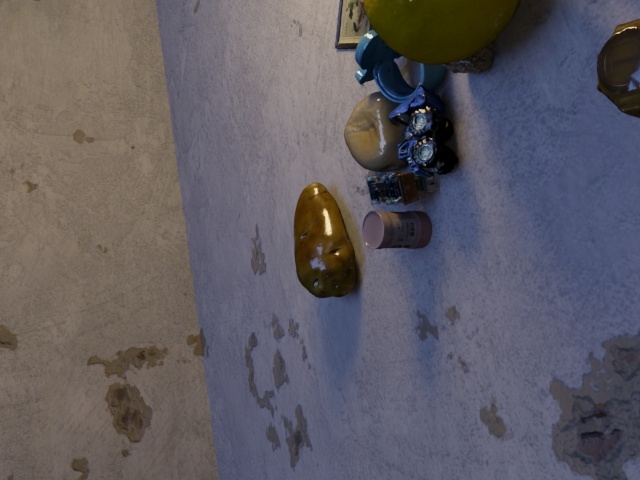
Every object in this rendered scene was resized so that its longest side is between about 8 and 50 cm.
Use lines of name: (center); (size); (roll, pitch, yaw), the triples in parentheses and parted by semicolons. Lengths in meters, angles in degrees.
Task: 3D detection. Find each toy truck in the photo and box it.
toy truck: (0.244, -0.258, 1.699); (0.126, 0.113, 0.208); (-12, 75, 34)
toy truck: (0.199, -0.139, 1.802); (0.178, 0.115, 0.080); (9, 113, 66)

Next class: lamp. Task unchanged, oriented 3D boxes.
lamp: (0.546, -0.273, 1.132); (0.161, 0.185, 0.161); (0, 90, 58)

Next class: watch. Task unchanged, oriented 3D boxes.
watch: (0.205, -0.434, 1.759); (0.193, 0.211, 0.211); (46, 133, 21)

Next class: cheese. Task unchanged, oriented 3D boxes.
cheese: (0.159, -0.294, 1.875); (0.235, 0.117, 0.217); (46, 128, 46)

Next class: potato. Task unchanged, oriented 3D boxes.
potato: (0.000, 0.000, 2.126); (0.195, 0.177, 0.369); (88, 171, -64)

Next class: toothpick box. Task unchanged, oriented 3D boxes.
toothpick box: (0.193, -0.027, 1.787); (0.098, 0.149, 0.098); (2, 92, 60)

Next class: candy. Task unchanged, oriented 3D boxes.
candy: (0.331, -0.423, 1.605); (0.110, 0.085, 0.095); (12, 90, 49)

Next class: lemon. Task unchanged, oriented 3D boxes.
lemon: (0.252, -0.534, 1.452); (0.348, 0.348, 0.347); (3, 93, 60)

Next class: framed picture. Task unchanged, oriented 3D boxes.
framed picture: (0.102, -0.661, 2.069); (0.199, 0.010, 0.195); (25, 112, 58)
